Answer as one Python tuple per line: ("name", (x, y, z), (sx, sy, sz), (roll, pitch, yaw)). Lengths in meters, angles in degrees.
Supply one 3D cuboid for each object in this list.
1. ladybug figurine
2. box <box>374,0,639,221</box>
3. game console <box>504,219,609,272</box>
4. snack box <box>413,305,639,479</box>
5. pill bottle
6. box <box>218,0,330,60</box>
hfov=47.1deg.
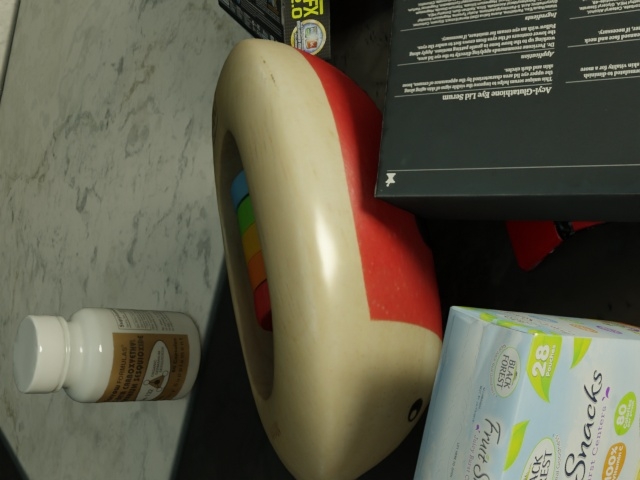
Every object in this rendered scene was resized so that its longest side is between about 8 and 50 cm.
("ladybug figurine", (0.000, 0.000, 0.707), (0.305, 0.162, 0.449), (117, 143, -64))
("box", (0.182, -0.109, 0.527), (0.261, 0.103, 0.184), (2, 80, 32))
("game console", (0.207, -0.064, 0.622), (0.124, 0.085, 0.144), (-18, 66, 15))
("snack box", (0.157, 0.140, 0.490), (0.070, 0.207, 0.174), (16, 96, 51))
("pill bottle", (-0.296, 0.159, 1.025), (0.131, 0.229, 0.131), (-12, 75, 49))
("box", (-0.068, -0.357, 0.884), (0.270, 0.060, 0.216), (-128, 30, -50))
